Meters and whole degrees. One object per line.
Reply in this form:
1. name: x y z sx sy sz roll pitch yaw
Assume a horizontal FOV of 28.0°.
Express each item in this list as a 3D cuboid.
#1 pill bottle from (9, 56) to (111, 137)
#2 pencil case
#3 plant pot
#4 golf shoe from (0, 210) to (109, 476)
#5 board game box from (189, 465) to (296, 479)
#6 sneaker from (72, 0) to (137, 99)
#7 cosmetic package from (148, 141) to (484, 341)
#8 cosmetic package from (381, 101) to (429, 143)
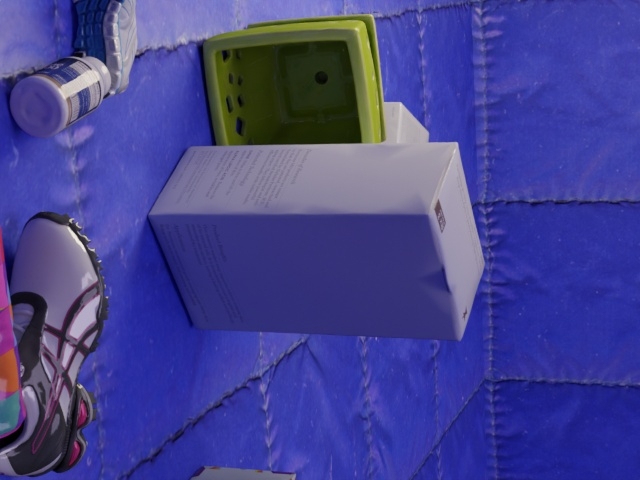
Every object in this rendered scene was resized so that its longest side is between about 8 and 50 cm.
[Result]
1. pill bottle: -0.273 -0.158 1.367 0.120 0.067 0.067 -50 136 -60
2. pencil case: -0.333 0.067 1.165 0.104 0.104 0.236 -43 129 -63
3. plant pot: -0.020 -0.211 1.845 0.207 0.228 0.227 -58 143 -65
4. golf shoe: -0.286 0.105 1.295 0.120 0.105 0.273 3 87 -63
5. board game box: -0.109 0.462 1.727 0.142 0.144 0.275 -39 128 -65
6. sneaker: -0.241 -0.255 1.469 0.083 0.071 0.191 -18 116 -76
7. cosmetic package: 0.000 0.000 1.657 0.156 0.385 0.217 -68 152 -44
8. cosmetic package: 0.091 -0.143 2.240 0.183 0.151 0.151 31 62 -66
